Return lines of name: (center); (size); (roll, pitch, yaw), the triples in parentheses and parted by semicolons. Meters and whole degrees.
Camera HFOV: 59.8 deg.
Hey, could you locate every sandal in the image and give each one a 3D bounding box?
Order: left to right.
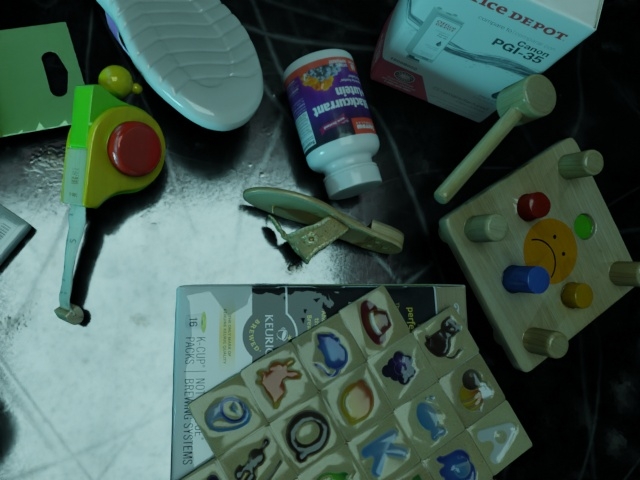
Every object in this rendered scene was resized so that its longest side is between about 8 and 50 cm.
sandal: (-0.223, -0.299, 0.779); (0.169, 0.102, 0.416); (-28, 73, -31)
sandal: (0.002, -0.002, 0.771); (0.240, 0.088, 0.079); (17, 70, -14)

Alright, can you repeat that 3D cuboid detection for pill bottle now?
pill bottle: (0.022, -0.161, 0.796); (0.108, 0.108, 0.193); (-15, 83, -15)

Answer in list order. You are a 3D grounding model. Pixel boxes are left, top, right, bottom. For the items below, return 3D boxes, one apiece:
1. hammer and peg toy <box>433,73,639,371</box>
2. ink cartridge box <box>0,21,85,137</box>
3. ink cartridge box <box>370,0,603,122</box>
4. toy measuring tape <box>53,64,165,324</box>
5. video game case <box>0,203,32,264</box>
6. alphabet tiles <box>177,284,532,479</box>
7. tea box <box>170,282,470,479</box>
hammer and peg toy: (0.291, -0.026, 0.794); (0.266, 0.127, 0.361); (-33, 99, -16)
ink cartridge box: (-0.438, -0.213, 0.717); (0.235, 0.056, 0.171); (-17, 77, -16)
ink cartridge box: (0.214, -0.302, 0.775); (0.207, 0.283, 0.117); (20, 75, -8)
toy measuring tape: (-0.269, -0.057, 0.724); (0.122, 0.121, 0.329); (7, 94, -11)
video game case: (-0.509, 0.011, 0.686); (0.193, 0.023, 0.212); (35, 75, -4)
alphabet tiles: (0.040, 0.223, 0.547); (0.343, 0.011, 0.285); (-29, 87, -16)
tea box: (-0.008, 0.222, 0.656); (0.324, 0.220, 0.328); (2, 79, -12)
